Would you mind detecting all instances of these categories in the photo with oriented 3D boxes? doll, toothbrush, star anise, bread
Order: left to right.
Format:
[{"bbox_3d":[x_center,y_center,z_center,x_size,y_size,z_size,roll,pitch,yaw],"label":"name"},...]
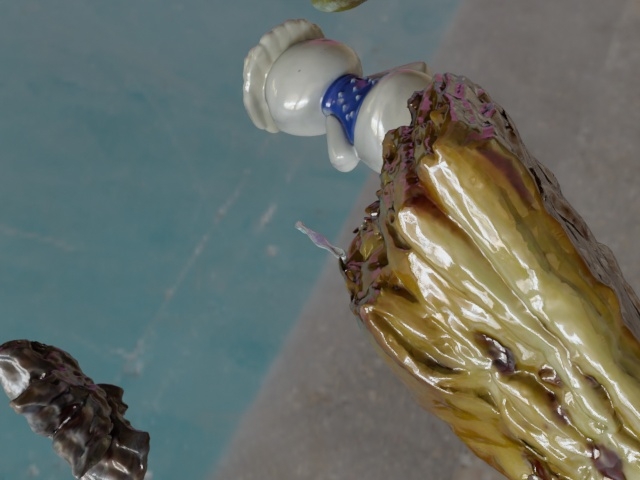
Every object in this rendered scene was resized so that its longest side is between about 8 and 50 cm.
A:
[{"bbox_3d":[-0.272,0.196,1.700,0.109,0.223,0.236,-41,89,-13],"label":"star anise"},{"bbox_3d":[0.000,0.000,1.405,0.011,0.013,0.131,-50,23,-2],"label":"toothbrush"},{"bbox_3d":[0.028,-0.132,1.441,0.293,0.119,0.138,26,71,39],"label":"doll"},{"bbox_3d":[0.133,0.056,1.067,0.167,0.324,0.277,-34,11,12],"label":"bread"}]

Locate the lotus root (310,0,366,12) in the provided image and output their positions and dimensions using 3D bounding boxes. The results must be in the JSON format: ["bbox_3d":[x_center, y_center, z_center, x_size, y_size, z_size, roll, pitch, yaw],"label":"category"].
[{"bbox_3d":[0.023,-0.258,1.194,0.113,0.192,0.088,33,51,-7],"label":"lotus root"}]
